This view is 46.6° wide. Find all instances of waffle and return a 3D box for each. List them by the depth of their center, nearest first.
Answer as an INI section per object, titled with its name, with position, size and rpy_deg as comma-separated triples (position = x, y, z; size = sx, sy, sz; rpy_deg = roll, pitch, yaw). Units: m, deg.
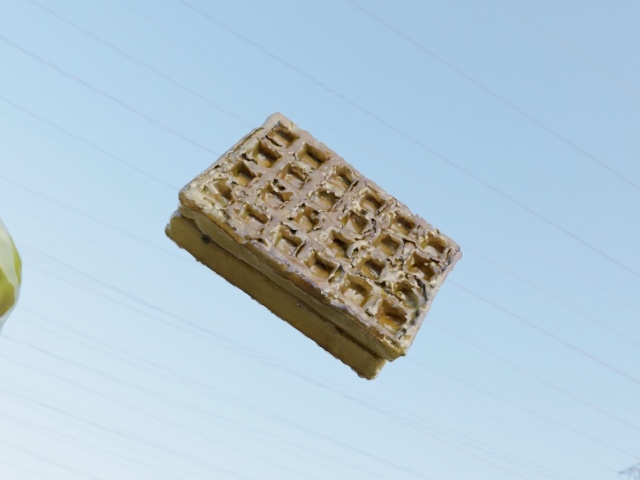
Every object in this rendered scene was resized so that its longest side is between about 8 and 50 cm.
[waffle]
position = 0.001, -0.001, 0.889
size = 0.308, 0.213, 0.091
rpy_deg = 37, -42, 4

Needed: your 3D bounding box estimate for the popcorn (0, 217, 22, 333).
[popcorn]
position = -0.265, 0.050, 0.271
size = 0.174, 0.286, 0.225
rpy_deg = 48, -14, 8
